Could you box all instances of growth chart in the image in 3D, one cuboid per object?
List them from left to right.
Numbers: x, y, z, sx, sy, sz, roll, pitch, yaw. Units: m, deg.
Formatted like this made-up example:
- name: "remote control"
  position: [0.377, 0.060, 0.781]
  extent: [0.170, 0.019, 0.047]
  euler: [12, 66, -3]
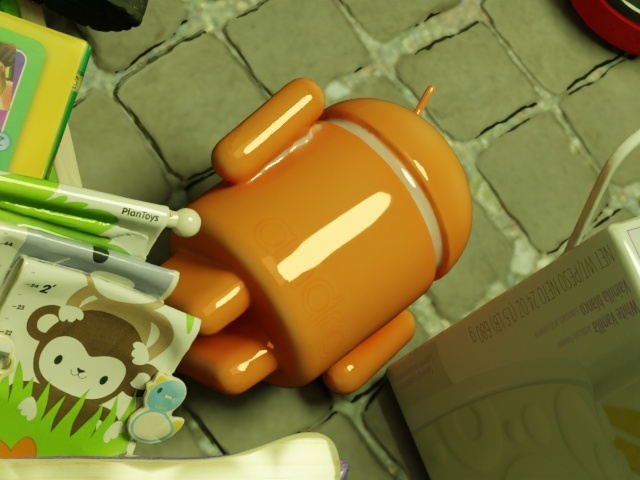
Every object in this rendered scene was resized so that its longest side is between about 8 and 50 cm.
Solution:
- name: "growth chart"
  position: [-0.146, 0.073, 0.984]
  extent: [0.172, 0.021, 0.237]
  euler: [7, 112, -24]

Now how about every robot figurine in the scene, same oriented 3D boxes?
- name: "robot figurine"
  position: [0.000, 0.002, 1.087]
  extent: [0.219, 0.128, 0.158]
  euler: [-37, 83, -24]

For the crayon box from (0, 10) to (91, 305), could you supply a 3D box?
- name: "crayon box"
  position: [-0.283, -0.069, 1.011]
  extent: [0.278, 0.081, 0.165]
  euler: [19, 67, -10]

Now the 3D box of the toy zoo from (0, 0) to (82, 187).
- name: "toy zoo"
  position: [-0.293, -0.061, 1.068]
  extent: [0.293, 0.030, 0.192]
  euler: [-9, 75, -20]

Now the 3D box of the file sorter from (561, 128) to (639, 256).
- name: "file sorter"
  position: [0.300, 0.049, 1.103]
  extent: [0.193, 0.173, 0.278]
  euler: [-28, 67, -23]

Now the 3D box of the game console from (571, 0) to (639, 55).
- name: "game console"
  position: [0.343, -0.281, 1.331]
  extent: [0.386, 0.060, 0.342]
  euler: [3, 71, -17]

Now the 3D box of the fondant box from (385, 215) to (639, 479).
- name: "fondant box"
  position: [0.189, 0.171, 1.017]
  extent: [0.096, 0.238, 0.330]
  euler: [-16, 77, -34]

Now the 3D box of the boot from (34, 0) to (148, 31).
- name: "boot"
  position: [-0.181, -0.242, 1.087]
  extent: [0.246, 0.083, 0.161]
  euler: [27, 73, -26]

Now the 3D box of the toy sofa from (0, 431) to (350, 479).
- name: "toy sofa"
  position: [-0.157, 0.199, 0.943]
  extent: [0.362, 0.150, 0.177]
  euler: [1, 72, -21]
